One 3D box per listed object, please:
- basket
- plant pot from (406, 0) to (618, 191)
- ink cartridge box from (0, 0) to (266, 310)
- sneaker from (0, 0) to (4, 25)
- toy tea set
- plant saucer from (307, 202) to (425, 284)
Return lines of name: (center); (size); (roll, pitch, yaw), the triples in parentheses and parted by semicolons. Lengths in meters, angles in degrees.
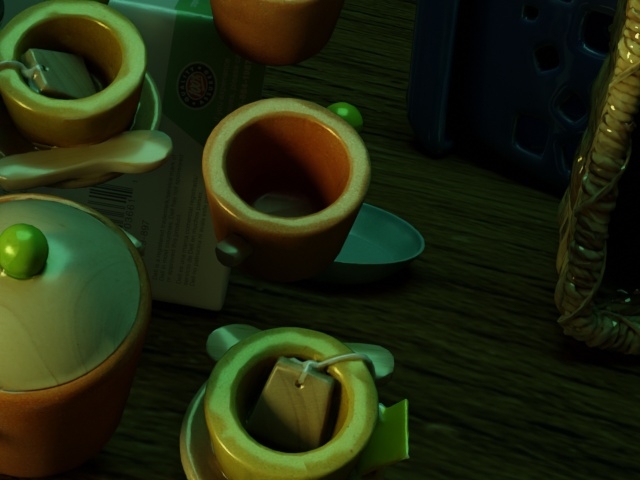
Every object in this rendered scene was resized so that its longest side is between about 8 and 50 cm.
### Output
basket: (0.262, -0.084, 0.982); (0.213, 0.299, 0.223); (14, 17, 5)
plant pot: (0.194, -0.166, 1.300); (0.212, 0.236, 0.236); (12, 18, 21)
ink cartridge box: (-0.140, -0.064, 0.923); (0.212, 0.154, 0.093); (9, 18, -3)
sneaker: (-0.242, -0.105, 0.832); (0.190, 0.083, 0.071); (25, 32, 13)
toy tea set: (-0.062, -0.042, 0.741); (0.200, 0.124, 0.336); (2, 56, -4)
plant saucer: (0.000, 0.000, 1.022); (0.119, 0.021, 0.119); (10, 19, -3)
